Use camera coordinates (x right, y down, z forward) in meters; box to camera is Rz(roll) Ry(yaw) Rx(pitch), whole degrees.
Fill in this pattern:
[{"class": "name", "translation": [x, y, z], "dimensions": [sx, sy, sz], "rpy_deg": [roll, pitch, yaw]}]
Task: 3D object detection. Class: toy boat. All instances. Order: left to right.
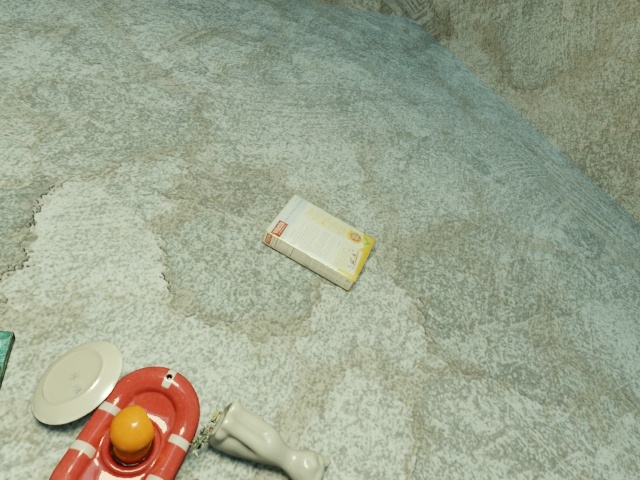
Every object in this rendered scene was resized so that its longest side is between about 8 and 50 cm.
[{"class": "toy boat", "translation": [-0.261, 0.277, 0.638], "dimensions": [0.150, 0.151, 0.231], "rpy_deg": [25, 43, -2]}]

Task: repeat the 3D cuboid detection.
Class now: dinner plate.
[{"class": "dinner plate", "translation": [-0.373, 0.209, 0.698], "dimensions": [0.141, 0.017, 0.141], "rpy_deg": [-8, 44, 8]}]

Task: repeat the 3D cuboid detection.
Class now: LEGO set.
[{"class": "LEGO set", "translation": [-0.177, 0.290, 0.692], "dimensions": [0.023, 0.054, 0.083], "rpy_deg": [37, 4, -8]}]

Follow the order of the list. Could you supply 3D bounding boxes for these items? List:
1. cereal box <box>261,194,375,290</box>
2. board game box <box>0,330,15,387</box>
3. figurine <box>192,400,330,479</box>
[{"class": "cereal box", "translation": [0.000, 0.000, 1.114], "dimensions": [0.240, 0.047, 0.173], "rpy_deg": [30, 42, 4]}, {"class": "board game box", "translation": [-0.534, 0.215, 0.656], "dimensions": [0.126, 0.026, 0.186], "rpy_deg": [7, 46, -21]}, {"class": "figurine", "translation": [-0.090, 0.375, 0.687], "dimensions": [0.209, 0.092, 0.215], "rpy_deg": [33, 41, -5]}]
